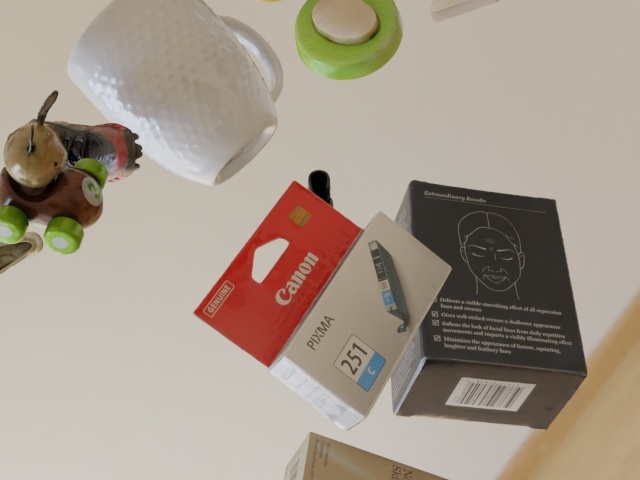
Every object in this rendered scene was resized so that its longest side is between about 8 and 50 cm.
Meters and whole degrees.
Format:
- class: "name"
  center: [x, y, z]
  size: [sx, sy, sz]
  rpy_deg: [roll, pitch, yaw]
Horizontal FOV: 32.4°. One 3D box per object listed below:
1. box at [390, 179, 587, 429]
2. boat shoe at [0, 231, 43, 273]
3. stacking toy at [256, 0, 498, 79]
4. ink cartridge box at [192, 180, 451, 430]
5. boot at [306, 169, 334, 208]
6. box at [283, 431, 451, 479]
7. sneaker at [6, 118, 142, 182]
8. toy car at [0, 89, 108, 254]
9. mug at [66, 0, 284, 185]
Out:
- class: "box"
  center: [0.286, 0.116, 2.015]
  size: [0.212, 0.294, 0.395]
  rpy_deg: [109, 165, -51]
- class: "boat shoe"
  center: [-0.519, 0.030, 1.762]
  size: [0.153, 0.056, 0.048]
  rpy_deg: [-20, 6, 4]
- class: "stacking toy"
  center: [0.045, -0.360, 1.312]
  size: [0.309, 0.279, 0.130]
  rpy_deg: [-27, -29, -1]
- class: "ink cartridge box"
  center: [0.011, 0.068, 1.514]
  size: [0.296, 0.261, 0.066]
  rpy_deg: [-56, 5, -38]
- class: "boot"
  center: [0.000, 0.000, 2.115]
  size: [0.084, 0.246, 0.161]
  rpy_deg: [-10, -14, -10]
- class: "box"
  center: [0.095, 0.443, 1.788]
  size: [0.148, 0.311, 0.121]
  rpy_deg: [-82, 15, -46]
- class: "sneaker"
  center: [-0.405, -0.144, 1.770]
  size: [0.276, 0.097, 0.135]
  rpy_deg: [9, 9, 41]
- class: "toy car"
  center: [-0.366, -0.105, 1.485]
  size: [0.155, 0.149, 0.188]
  rpy_deg: [-80, 1, -46]
- class: "mug"
  center: [-0.219, -0.294, 2.029]
  size: [0.374, 0.328, 0.276]
  rpy_deg: [-39, -7, -43]
